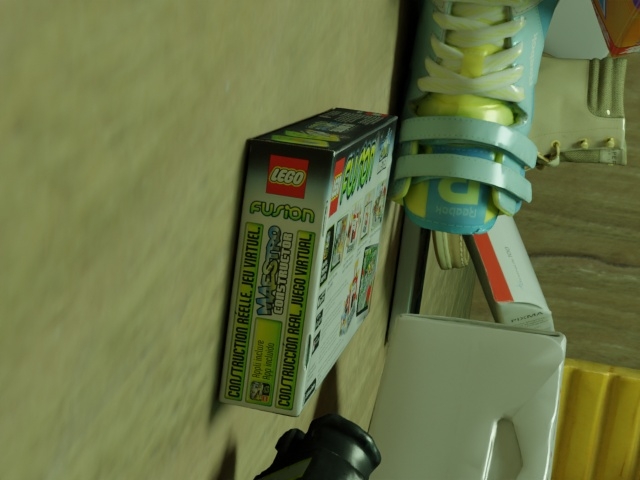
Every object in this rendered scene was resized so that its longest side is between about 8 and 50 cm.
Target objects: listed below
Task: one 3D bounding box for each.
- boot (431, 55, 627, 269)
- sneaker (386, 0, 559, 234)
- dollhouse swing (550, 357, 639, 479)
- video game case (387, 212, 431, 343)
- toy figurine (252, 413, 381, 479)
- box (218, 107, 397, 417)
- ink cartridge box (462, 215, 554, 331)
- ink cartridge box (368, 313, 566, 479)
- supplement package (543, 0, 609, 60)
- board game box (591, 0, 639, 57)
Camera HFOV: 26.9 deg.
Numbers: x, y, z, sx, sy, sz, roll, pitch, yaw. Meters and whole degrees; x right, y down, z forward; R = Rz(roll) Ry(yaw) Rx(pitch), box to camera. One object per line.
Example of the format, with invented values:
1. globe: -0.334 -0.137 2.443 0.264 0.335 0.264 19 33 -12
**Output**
1. boot: 0.229 -0.086 1.461 0.095 0.203 0.262 63 35 -74
2. sneaker: 0.116 -0.125 0.969 0.319 0.127 0.208 81 19 -61
3. dollhouse swing: 0.192 0.303 1.171 0.305 0.347 0.315 -55 153 -69
4. video game case: 0.090 0.011 1.291 0.143 0.019 0.157 -40 138 -77
5. toy figurine: 0.045 0.202 0.585 0.148 0.209 0.213 -63 160 -47
6. box: 0.000 0.000 0.641 0.207 0.036 0.114 -40 138 -77
7. ink cartridge box: 0.155 -0.018 1.227 0.232 0.066 0.189 71 0 -66
8. ink cartridge box: 0.093 0.208 0.922 0.278 0.117 0.201 82 19 -54
9. supplement package: 0.326 -0.382 1.607 0.293 0.177 0.175 120 -10 -46
10. board game box: 0.339 -0.376 0.987 0.356 0.356 0.356 -11 82 -81
